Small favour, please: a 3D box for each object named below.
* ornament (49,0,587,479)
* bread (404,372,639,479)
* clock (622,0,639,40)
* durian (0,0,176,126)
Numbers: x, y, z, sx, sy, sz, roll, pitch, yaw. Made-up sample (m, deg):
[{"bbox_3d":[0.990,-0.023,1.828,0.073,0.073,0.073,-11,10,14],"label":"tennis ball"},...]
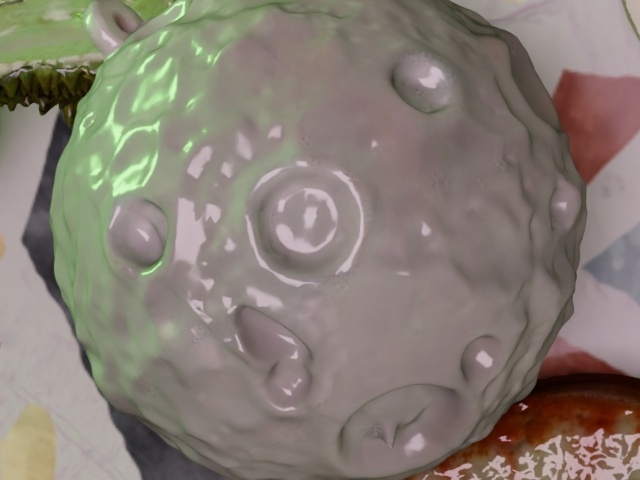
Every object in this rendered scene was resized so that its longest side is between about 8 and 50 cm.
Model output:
[{"bbox_3d":[0.000,0.000,1.057,0.337,0.337,0.337,2,97,13],"label":"ornament"},{"bbox_3d":[0.182,0.243,1.164,0.327,0.114,0.295,-22,90,15],"label":"bread"},{"bbox_3d":[0.313,-0.194,1.129,0.235,0.029,0.235,1,95,12],"label":"clock"},{"bbox_3d":[-0.111,-0.140,1.188,0.375,0.106,0.132,-13,75,-4],"label":"durian"}]
